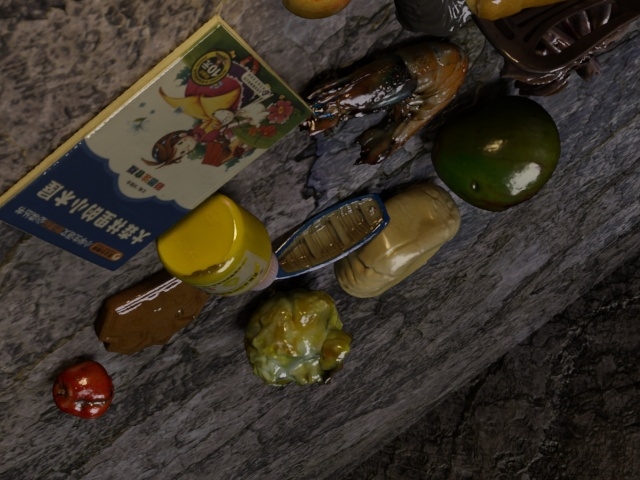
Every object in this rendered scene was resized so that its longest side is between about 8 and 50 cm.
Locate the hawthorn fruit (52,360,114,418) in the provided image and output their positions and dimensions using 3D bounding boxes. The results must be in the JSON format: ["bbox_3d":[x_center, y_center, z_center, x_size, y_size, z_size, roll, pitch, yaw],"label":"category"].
[{"bbox_3d":[-0.355,0.223,1.521,0.093,0.093,0.093,-29,158,-13],"label":"hawthorn fruit"}]

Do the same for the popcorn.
[{"bbox_3d":[-0.031,0.173,1.745,0.198,0.212,0.198,-33,133,-44],"label":"popcorn"}]

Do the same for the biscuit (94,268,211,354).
[{"bbox_3d":[-0.241,0.112,1.514,0.182,0.034,0.215,-28,158,-14],"label":"biscuit"}]

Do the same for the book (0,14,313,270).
[{"bbox_3d":[-0.179,-0.092,1.150,0.322,0.018,0.228,-39,150,10],"label":"book"}]

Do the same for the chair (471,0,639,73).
[{"bbox_3d":[0.350,-0.345,1.225,0.326,0.175,0.183,-29,168,-31],"label":"chair"}]

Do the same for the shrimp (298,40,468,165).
[{"bbox_3d":[0.066,-0.165,1.353,0.290,0.054,0.222,-20,156,-31],"label":"shrimp"}]

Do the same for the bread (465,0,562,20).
[{"bbox_3d":[0.277,-0.359,0.869,0.362,0.233,0.245,-10,154,-9],"label":"bread"}]

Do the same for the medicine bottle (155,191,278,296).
[{"bbox_3d":[-0.122,0.016,1.365,0.122,0.122,0.212,-37,158,6],"label":"medicine bottle"}]

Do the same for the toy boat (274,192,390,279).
[{"bbox_3d":[0.000,0.000,1.595,0.229,0.080,0.046,-31,-167,-10],"label":"toy boat"}]

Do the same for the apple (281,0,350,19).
[{"bbox_3d":[-0.007,-0.258,1.012,0.071,0.084,0.084,-20,157,-5],"label":"apple"}]

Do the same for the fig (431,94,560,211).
[{"bbox_3d":[0.264,-0.135,1.560,0.191,0.181,0.181,4,146,-13],"label":"fig"}]

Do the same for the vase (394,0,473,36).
[{"bbox_3d":[0.082,-0.299,1.030,0.115,0.115,0.237,-40,154,13],"label":"vase"}]

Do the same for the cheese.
[{"bbox_3d":[0.131,0.007,1.731,0.226,0.117,0.214,-26,163,-33],"label":"cheese"}]

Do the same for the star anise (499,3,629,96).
[{"bbox_3d":[0.362,-0.291,1.479,0.236,0.093,0.229,-39,153,1],"label":"star anise"}]
